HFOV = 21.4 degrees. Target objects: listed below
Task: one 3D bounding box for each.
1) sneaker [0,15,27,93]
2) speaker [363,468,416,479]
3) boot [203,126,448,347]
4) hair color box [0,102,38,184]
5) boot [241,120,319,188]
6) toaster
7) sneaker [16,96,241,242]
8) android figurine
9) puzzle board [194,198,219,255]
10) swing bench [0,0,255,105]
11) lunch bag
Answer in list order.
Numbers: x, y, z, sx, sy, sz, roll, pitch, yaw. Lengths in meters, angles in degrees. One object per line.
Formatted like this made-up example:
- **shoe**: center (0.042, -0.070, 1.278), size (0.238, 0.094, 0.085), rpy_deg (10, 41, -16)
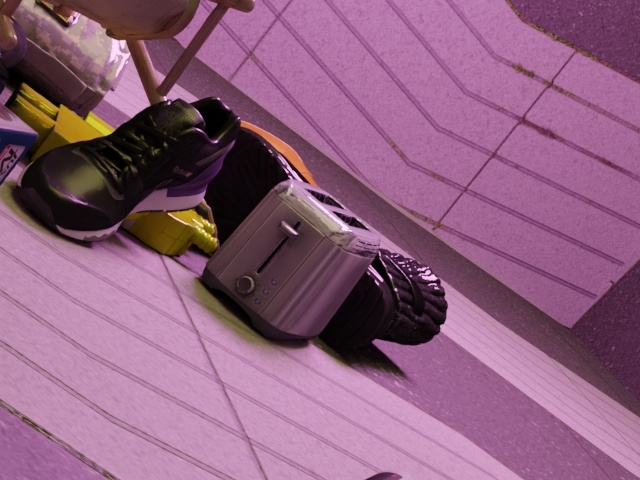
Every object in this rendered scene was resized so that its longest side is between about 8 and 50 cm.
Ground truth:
- **sneaker**: center (-0.365, -0.180, 1.708), size (0.121, 0.111, 0.300), rpy_deg (48, 14, 4)
- **speaker**: center (0.046, 0.220, 1.375), size (0.055, 0.055, 0.136), rpy_deg (40, 8, 12)
- **boot**: center (-0.002, 0.004, 2.132), size (0.348, 0.131, 0.260), rpy_deg (51, 17, 13)
- **hair color box**: center (-0.351, -0.099, 1.198), size (0.174, 0.105, 0.347), rpy_deg (40, 7, 8)
- **boot**: center (-0.059, -0.066, 2.420), size (0.295, 0.104, 0.211), rpy_deg (43, 7, 1)
- **toaster**: center (-0.023, 0.023, 1.874), size (0.129, 0.146, 0.227), rpy_deg (41, 8, 16)
- **sneaker**: center (-0.182, -0.089, 1.652), size (0.107, 0.124, 0.283), rpy_deg (45, 28, 11)
- **android figurine**: center (-0.227, -0.072, 1.840), size (0.273, 0.056, 0.248), rpy_deg (35, 8, -11)
- **puzzle board**: center (-0.160, -0.045, 1.965), size (0.128, 0.011, 0.096), rpy_deg (42, -24, 30)
- **swing bench**: center (-0.252, -0.281, 1.722), size (0.253, 0.165, 0.255), rpy_deg (22, 19, -52)
- **lunch bag**: center (-0.354, -0.289, 2.134), size (0.235, 0.169, 0.287), rpy_deg (40, 14, -18)
